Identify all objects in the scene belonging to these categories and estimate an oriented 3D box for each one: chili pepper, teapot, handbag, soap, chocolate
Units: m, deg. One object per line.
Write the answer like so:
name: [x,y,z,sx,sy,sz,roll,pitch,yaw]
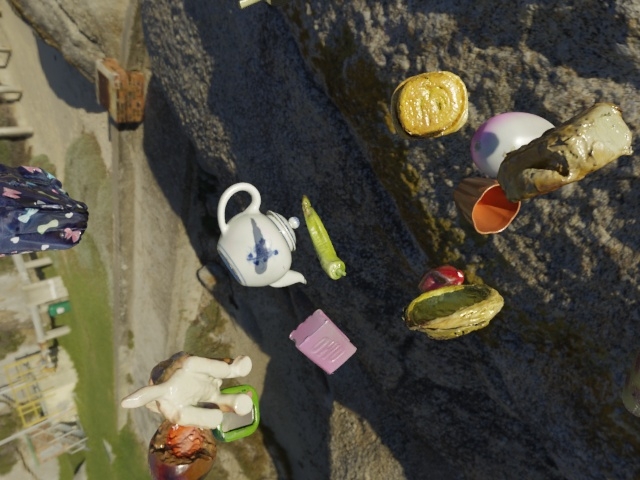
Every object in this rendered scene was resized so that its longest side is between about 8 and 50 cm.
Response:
chili pepper: [0.000,0.001,0.792,0.043,0.049,0.208,-34,55,11]
teapot: [-0.183,0.006,1.310,0.252,0.280,0.424,22,144,60]
handbag: [-0.470,-0.044,0.548,0.162,0.260,0.113,37,115,25]
soap: [0.010,0.303,1.187,0.065,0.122,0.203,44,175,48]
chocolate: [-0.257,0.393,0.732,0.124,0.133,0.127,-11,87,9]
chili pepper: [0.495,0.157,1.621,0.252,0.136,0.144,104,158,-62]

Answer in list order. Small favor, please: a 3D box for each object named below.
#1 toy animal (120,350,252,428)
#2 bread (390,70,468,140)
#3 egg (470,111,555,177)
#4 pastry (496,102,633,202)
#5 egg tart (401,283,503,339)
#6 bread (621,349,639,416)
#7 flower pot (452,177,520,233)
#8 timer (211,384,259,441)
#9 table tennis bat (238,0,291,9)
toy animal: [-0.222,0.209,0.581,0.185,0.184,0.104,-5,76,45]
bread: [0.338,-0.420,1.254,0.236,0.120,0.198,-8,99,12]
egg: [0.573,-0.271,1.172,0.196,0.271,0.196,-170,90,-72]
pastry: [0.421,-0.150,0.697,0.229,0.218,0.100,-28,88,4]
egg tart: [0.367,0.202,1.116,0.279,0.279,0.095,-8,102,49]
bread: [0.896,0.339,0.998,0.187,0.155,0.338,10,140,28]
flower pot: [0.572,-0.139,1.419,0.173,0.191,0.190,-119,31,-60]
timer: [-0.224,0.449,1.049,0.047,0.140,0.128,-18,73,40]
table tennis bat: [-0.088,-0.487,0.782,0.013,0.156,0.087,60,169,5]
